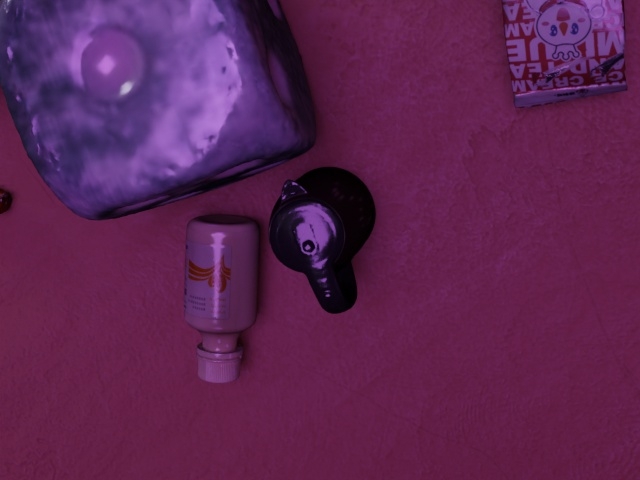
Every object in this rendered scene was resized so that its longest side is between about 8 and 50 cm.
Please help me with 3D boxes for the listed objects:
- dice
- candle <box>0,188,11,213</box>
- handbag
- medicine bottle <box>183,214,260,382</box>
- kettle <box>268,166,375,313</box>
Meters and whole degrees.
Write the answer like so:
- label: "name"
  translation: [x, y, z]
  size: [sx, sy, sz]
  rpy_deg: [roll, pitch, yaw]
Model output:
- label: "dice"
  translation: [-0.210, -0.226, 1.269]
  size: [0.328, 0.348, 0.330]
  rpy_deg: [-18, 90, 12]
- label: "candle"
  translation: [-0.581, -0.077, 1.505]
  size: [0.162, 0.048, 0.053]
  rpy_deg: [14, 67, 7]
- label: "handbag"
  translation: [0.324, -0.335, 1.265]
  size: [0.171, 0.151, 0.298]
  rpy_deg: [-3, 106, 14]
- label: "medicine bottle"
  translation: [-0.152, 0.091, 1.424]
  size: [0.114, 0.114, 0.252]
  rpy_deg: [4, 101, 8]
- label: "kettle"
  translation: [0.000, 0.000, 1.322]
  size: [0.144, 0.232, 0.202]
  rpy_deg: [-13, 98, 12]
